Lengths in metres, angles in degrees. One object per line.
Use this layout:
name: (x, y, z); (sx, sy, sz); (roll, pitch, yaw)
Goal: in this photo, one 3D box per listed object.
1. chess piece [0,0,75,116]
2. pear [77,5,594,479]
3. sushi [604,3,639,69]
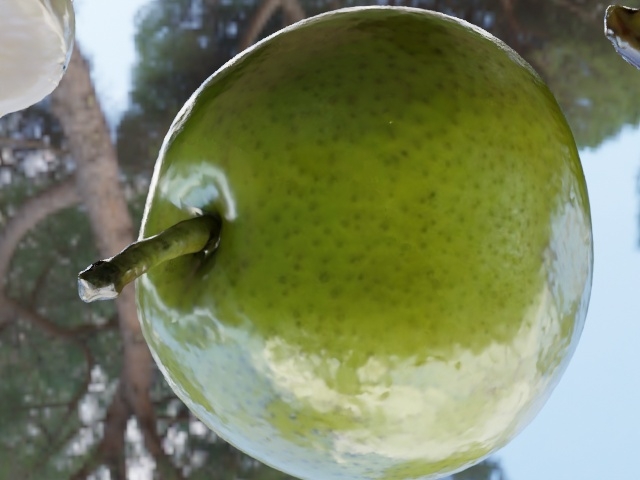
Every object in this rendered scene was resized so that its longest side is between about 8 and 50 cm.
chess piece: (-0.164, -0.197, 0.692); (0.143, 0.142, 0.261); (4, -118, 3)
pear: (0.000, 0.000, 0.553); (0.216, 0.180, 0.166); (8, -171, -40)
sushi: (0.291, -0.106, 0.840); (0.204, 0.200, 0.213); (42, -167, 29)
